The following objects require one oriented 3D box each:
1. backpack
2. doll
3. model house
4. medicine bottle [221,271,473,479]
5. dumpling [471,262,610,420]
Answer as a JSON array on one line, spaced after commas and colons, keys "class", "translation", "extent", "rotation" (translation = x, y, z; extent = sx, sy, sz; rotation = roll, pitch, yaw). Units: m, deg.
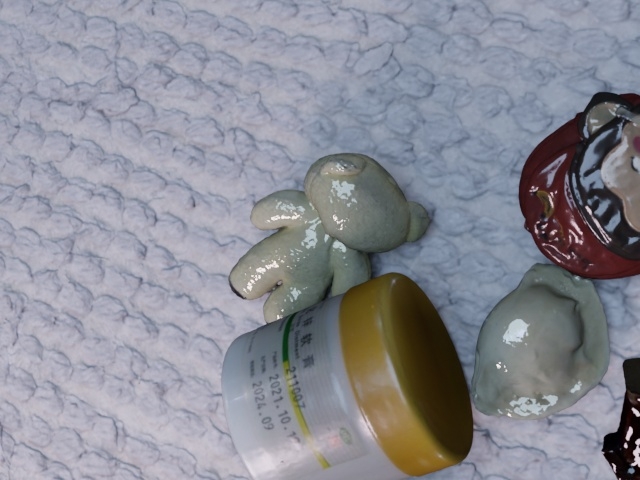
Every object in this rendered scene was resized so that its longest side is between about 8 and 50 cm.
[{"class": "backpack", "translation": [0.338, -0.057, 1.239], "extent": [0.229, 0.139, 0.229], "rotation": [2, 99, 12]}, {"class": "doll", "translation": [-0.003, -0.003, 1.399], "extent": [0.278, 0.175, 0.149], "rotation": [-44, 32, 22]}, {"class": "model house", "translation": [0.421, 0.231, 1.195], "extent": [0.203, 0.141, 0.164], "rotation": [13, 113, 44]}, {"class": "medicine bottle", "translation": [0.034, 0.185, 1.284], "extent": [0.232, 0.238, 0.237], "rotation": [-23, 76, 20]}, {"class": "dumpling", "translation": [0.266, 0.130, 1.264], "extent": [0.155, 0.111, 0.181], "rotation": [21, 109, 12]}]
